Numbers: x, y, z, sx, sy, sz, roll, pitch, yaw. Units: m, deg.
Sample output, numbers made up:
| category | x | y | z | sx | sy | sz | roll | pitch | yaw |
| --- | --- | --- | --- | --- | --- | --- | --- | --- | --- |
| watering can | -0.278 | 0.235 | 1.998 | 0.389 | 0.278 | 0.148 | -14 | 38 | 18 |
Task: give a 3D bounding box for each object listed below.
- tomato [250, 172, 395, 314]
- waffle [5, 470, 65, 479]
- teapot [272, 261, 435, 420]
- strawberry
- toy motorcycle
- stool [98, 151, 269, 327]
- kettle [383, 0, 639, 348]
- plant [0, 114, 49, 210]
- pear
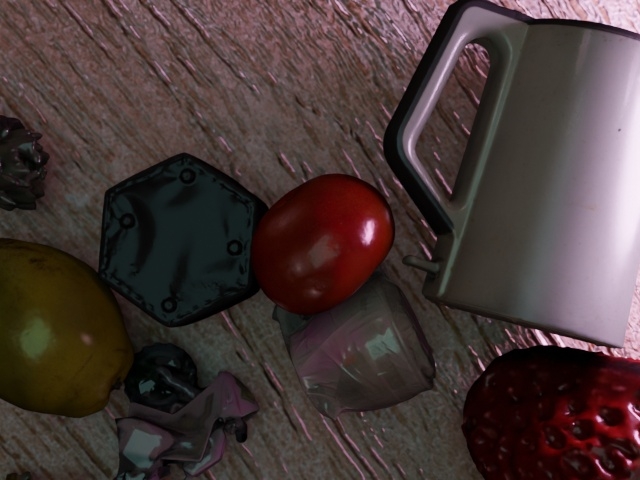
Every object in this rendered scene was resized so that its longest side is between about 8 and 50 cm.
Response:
| category | x | y | z | sx | sy | sz | roll | pitch | yaw |
| --- | --- | --- | --- | --- | --- | --- | --- | --- | --- |
| tomato | 0.000 | 0.000 | 1.328 | 0.195 | 0.195 | 0.136 | -37 | 101 | 2 |
| waffle | -0.428 | 0.413 | 1.384 | 0.280 | 0.262 | 0.060 | -49 | 126 | -31 |
| teapot | 0.034 | 0.122 | 1.401 | 0.178 | 0.163 | 0.221 | -25 | 87 | 7 |
| strawberry | 0.346 | 0.275 | 1.354 | 0.345 | 0.295 | 0.317 | 31 | 111 | 37 |
| toy motorcycle | -0.181 | 0.299 | 1.413 | 0.188 | 0.143 | 0.326 | 4 | 73 | 1 |
| stool | -0.181 | 0.002 | 1.424 | 0.232 | 0.141 | 0.232 | 0 | 89 | 4 |
| kettle | 0.250 | -0.087 | 1.342 | 0.361 | 0.250 | 0.376 | 16 | 87 | -10 |
| plant | -0.457 | -0.112 | 1.450 | 0.195 | 0.132 | 0.129 | 11 | 93 | 8 |
| pear | -0.367 | 0.114 | 1.402 | 0.269 | 0.212 | 0.212 | 40 | 91 | 8 |
